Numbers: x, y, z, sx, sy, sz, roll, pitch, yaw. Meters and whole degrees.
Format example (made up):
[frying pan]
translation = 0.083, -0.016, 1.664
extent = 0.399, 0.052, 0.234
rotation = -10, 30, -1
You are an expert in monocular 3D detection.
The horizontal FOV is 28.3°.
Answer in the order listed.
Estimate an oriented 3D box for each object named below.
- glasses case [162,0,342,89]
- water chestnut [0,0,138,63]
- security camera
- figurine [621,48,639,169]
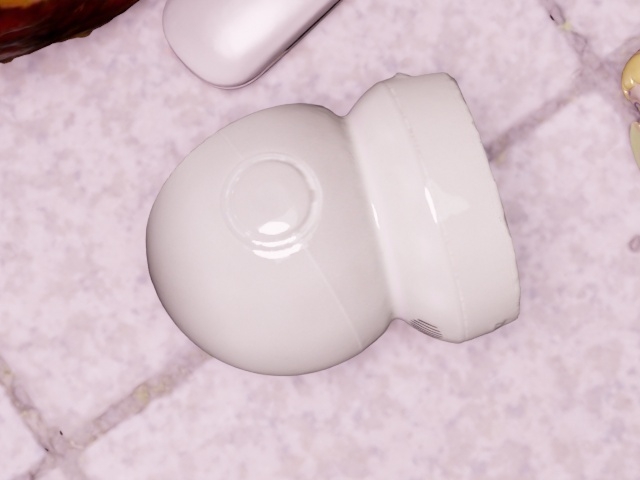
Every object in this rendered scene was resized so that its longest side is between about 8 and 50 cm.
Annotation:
[glasses case]
translation = -0.016, -0.210, 0.939
extent = 0.233, 0.059, 0.092
rotation = -45, 86, 0
[water chestnut]
translation = -0.247, -0.272, 0.855
extent = 0.335, 0.347, 0.335
rotation = 9, 76, -40
[security camera]
translation = 0.000, 0.000, 0.866
extent = 0.236, 0.194, 0.194
rotation = -17, 88, 1
[figurine]
translation = 0.272, -0.069, 0.927
extent = 0.083, 0.083, 0.187
rotation = -15, 81, 0
